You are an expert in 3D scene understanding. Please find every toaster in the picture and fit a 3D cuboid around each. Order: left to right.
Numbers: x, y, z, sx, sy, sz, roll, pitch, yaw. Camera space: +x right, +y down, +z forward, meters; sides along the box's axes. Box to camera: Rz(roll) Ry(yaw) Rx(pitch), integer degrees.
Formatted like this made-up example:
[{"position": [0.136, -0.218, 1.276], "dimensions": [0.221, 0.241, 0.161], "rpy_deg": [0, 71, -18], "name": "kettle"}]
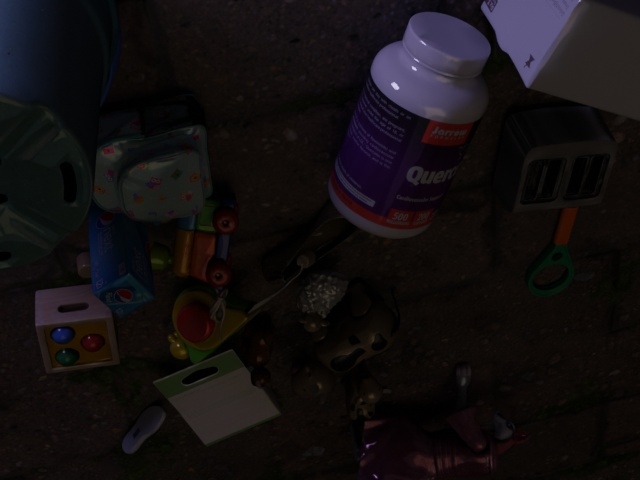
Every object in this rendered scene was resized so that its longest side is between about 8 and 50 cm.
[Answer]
[{"position": [0.387, -0.137, 1.688], "dimensions": [0.168, 0.110, 0.186], "rpy_deg": [-6, 134, -11], "name": "toaster"}]

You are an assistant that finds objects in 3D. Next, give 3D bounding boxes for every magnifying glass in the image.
[{"position": [0.443, 0.019, 1.915], "dimensions": [0.092, 0.026, 0.231], "rpy_deg": [-5, 135, -10], "name": "magnifying glass"}]

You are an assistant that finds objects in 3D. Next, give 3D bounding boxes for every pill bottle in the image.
[{"position": [0.137, -0.170, 1.537], "dimensions": [0.181, 0.182, 0.323], "rpy_deg": [5, 131, -20], "name": "pill bottle"}]

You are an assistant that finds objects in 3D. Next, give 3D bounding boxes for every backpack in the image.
[{"position": [-0.258, -0.113, 1.513], "dimensions": [0.188, 0.144, 0.166], "rpy_deg": [-6, 139, -6], "name": "backpack"}]

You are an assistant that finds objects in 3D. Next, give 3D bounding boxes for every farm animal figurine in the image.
[{"position": [0.032, 0.220, 1.884], "dimensions": [0.330, 0.172, 0.327], "rpy_deg": [24, 122, -33], "name": "farm animal figurine"}]

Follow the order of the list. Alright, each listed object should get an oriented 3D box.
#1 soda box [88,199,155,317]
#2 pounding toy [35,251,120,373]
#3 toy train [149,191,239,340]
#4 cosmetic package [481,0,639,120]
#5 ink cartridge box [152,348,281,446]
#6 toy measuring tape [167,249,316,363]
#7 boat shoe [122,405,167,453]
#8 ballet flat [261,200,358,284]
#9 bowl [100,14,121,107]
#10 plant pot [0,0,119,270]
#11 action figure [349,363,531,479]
[{"position": [-0.307, 0.012, 1.567], "dimensions": [0.067, 0.210, 0.071], "rpy_deg": [-28, 133, 12], "name": "soda box"}, {"position": [-0.388, 0.123, 1.732], "dimensions": [0.181, 0.094, 0.206], "rpy_deg": [-6, 134, -9], "name": "pounding toy"}, {"position": [-0.215, 0.040, 1.651], "dimensions": [0.143, 0.105, 0.248], "rpy_deg": [8, 104, -6], "name": "toy train"}, {"position": [0.450, -0.294, 1.486], "dimensions": [0.384, 0.217, 0.156], "rpy_deg": [11, 129, -27], "name": "cosmetic package"}, {"position": [-0.198, 0.290, 1.971], "dimensions": [0.171, 0.056, 0.235], "rpy_deg": [-23, 131, 6], "name": "ink cartridge box"}, {"position": [-0.156, 0.092, 1.752], "dimensions": [0.121, 0.121, 0.330], "rpy_deg": [30, 120, -36], "name": "toy measuring tape"}, {"position": [-0.341, 0.372, 2.020], "dimensions": [0.040, 0.049, 0.142], "rpy_deg": [8, 134, -47], "name": "boat shoe"}, {"position": [0.000, 0.000, 1.747], "dimensions": [0.249, 0.058, 0.084], "rpy_deg": [-35, 132, 18], "name": "ballet flat"}, {"position": [-0.461, -0.260, 1.362], "dimensions": [0.390, 0.077, 0.391], "rpy_deg": [-8, 134, -8], "name": "bowl"}, {"position": [-0.395, -0.165, 1.184], "dimensions": [0.341, 0.334, 0.341], "rpy_deg": [-8, 134, -9], "name": "plant pot"}, {"position": [0.249, 0.437, 2.101], "dimensions": [0.370, 0.276, 0.248], "rpy_deg": [-10, 130, 13], "name": "action figure"}]
